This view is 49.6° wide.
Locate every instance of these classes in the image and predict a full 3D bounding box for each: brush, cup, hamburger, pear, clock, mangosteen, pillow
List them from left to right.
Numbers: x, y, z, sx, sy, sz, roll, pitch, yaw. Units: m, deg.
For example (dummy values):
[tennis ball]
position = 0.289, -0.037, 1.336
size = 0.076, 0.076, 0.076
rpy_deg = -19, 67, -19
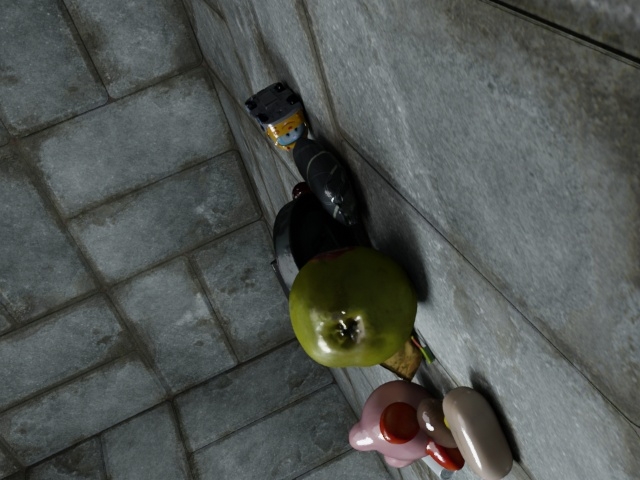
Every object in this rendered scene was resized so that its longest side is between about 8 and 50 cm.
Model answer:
[mangosteen]
position = -0.052, -0.146, 2.198
size = 0.081, 0.081, 0.081
rpy_deg = 62, 171, 18
[clock]
position = -0.001, 0.033, 1.808
size = 0.325, 0.067, 0.325
rpy_deg = 32, -132, -45
[pillow]
position = 0.009, -0.160, 1.765
size = 0.335, 0.093, 0.161
rpy_deg = 56, 172, 49
[pear]
position = 0.080, 0.140, 1.590
size = 0.375, 0.287, 0.287
rpy_deg = -48, -65, -78
[hamburger]
position = 0.155, 0.249, 1.781
size = 0.262, 0.131, 0.124
rpy_deg = 34, -172, -29
[brush]
position = 0.254, 0.266, 1.712
size = 0.083, 0.021, 0.019
rpy_deg = 54, 169, 26
[cup]
position = 0.356, 0.652, 2.047
size = 0.104, 0.074, 0.116
rpy_deg = 42, 180, -34

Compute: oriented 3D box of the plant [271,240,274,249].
[plant]
position = -0.101, 0.042, 2.809
size = 0.274, 0.146, 0.149
rpy_deg = -128, 35, -61

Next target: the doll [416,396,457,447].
[doll]
position = 0.313, 0.438, 1.660
size = 0.188, 0.096, 0.145
rpy_deg = 0, 133, 53

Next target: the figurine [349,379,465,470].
[figurine]
position = 0.230, 0.481, 1.855
size = 0.270, 0.211, 0.261
rpy_deg = 29, 150, -20

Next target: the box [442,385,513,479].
[box]
position = 0.326, 0.400, 1.440
size = 0.200, 0.088, 0.146
rpy_deg = 65, 170, -5

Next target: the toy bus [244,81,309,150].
[toy bus]
position = -0.112, -0.336, 1.906
size = 0.136, 0.126, 0.209
rpy_deg = 61, 175, -37

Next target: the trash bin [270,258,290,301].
[trash bin]
position = -0.033, 0.176, 2.561
size = 0.252, 0.203, 0.301
rpy_deg = -18, 99, 57
